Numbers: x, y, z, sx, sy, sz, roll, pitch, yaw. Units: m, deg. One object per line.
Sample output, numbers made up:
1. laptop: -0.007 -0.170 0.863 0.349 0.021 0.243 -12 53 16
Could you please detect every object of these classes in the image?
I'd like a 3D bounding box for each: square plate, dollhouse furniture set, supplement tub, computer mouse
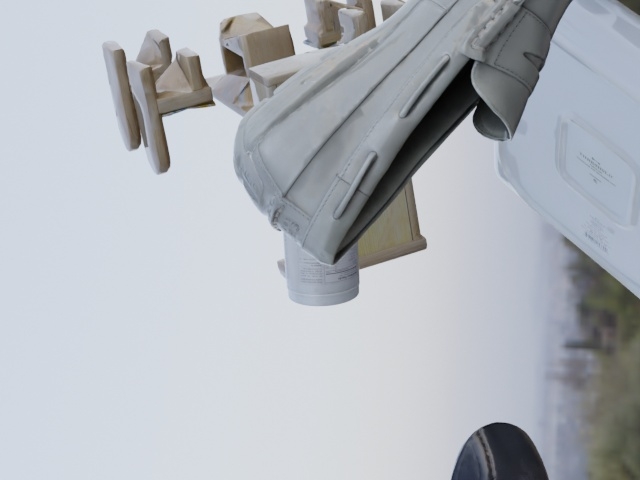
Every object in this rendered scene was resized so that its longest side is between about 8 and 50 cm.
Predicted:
1. square plate: 0.276 -0.074 1.384 0.049 0.347 0.344 -35 -32 -19
2. dollhouse furniture set: -0.036 -0.138 1.866 0.394 0.362 0.256 -141 39 -63
3. supplement tub: 0.000 0.000 1.371 0.071 0.071 0.107 -62 -30 -69
4. computer mouse: 0.178 0.296 1.259 0.060 0.184 0.262 0 72 58

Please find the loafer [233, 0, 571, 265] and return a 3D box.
1. loafer: 0.093 -0.110 0.925 0.111 0.319 0.112 50 -178 17
